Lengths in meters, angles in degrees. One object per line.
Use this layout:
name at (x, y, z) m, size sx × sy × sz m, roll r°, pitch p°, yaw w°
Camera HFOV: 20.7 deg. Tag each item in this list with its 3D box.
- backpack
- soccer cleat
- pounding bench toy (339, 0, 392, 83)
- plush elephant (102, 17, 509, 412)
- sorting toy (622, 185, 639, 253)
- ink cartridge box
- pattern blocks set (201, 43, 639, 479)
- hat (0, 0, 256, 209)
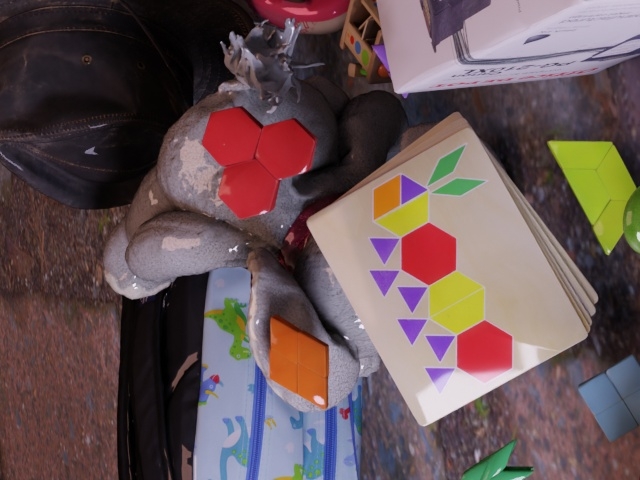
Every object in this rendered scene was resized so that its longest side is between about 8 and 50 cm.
backpack at (-0.080, 0.153, 1.627) m, size 0.290 × 0.273 × 0.355 m, roll -41°, pitch 30°, yaw 54°
soccer cleat at (-0.046, -0.251, 1.615) m, size 0.331 × 0.116 × 0.143 m, roll 36°, pitch 166°, yaw 43°
pounding bench toy at (0.054, -0.155, 1.467) m, size 0.065 × 0.052 × 0.083 m, roll 58°, pitch 146°, yaw 41°
plush elephant at (0.000, 0.000, 1.380) m, size 0.255 × 0.272 × 0.330 m, roll 57°, pitch 163°, yaw 14°
sorting toy at (0.236, 0.008, 1.121) m, size 0.042 × 0.061 × 0.102 m, roll 23°, pitch 141°, yaw 61°
ink cartridge box at (0.162, -0.169, 1.096) m, size 0.237 × 0.172 × 0.100 m, roll -18°, pitch 80°, yaw 64°
pattern blocks set at (0.087, 0.018, 1.224) m, size 0.026 × 0.285 × 0.324 m, roll -14°, pitch -97°, yaw -83°
hat at (-0.212, -0.109, 1.538) m, size 0.331 × 0.331 × 0.134 m, roll 118°, pitch 156°, yaw -51°
